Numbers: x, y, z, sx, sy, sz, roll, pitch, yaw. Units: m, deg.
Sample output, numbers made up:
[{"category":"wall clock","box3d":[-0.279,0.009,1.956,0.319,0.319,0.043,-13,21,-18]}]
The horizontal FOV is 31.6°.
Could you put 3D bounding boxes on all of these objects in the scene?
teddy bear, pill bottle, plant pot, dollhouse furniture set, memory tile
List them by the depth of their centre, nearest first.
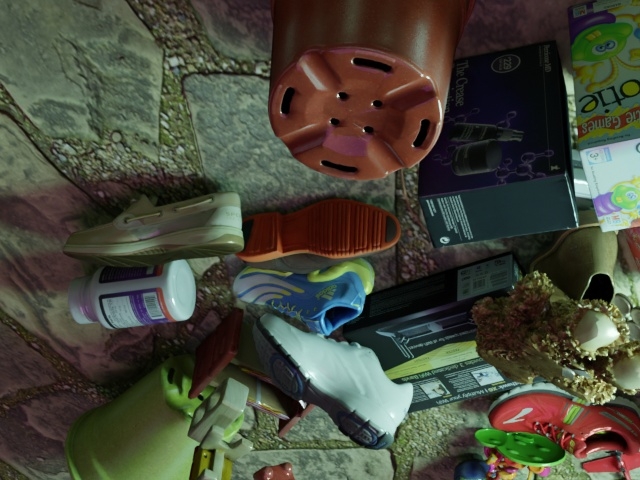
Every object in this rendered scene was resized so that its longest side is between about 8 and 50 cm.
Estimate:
[{"category":"plant pot","box3d":[0.052,-0.231,1.367,0.272,0.265,0.272,4,137,4]},{"category":"teddy bear","box3d":[0.357,0.139,1.639,0.245,0.113,0.338,33,163,-2]},{"category":"memory tile","box3d":[0.488,0.131,1.799,0.148,0.012,0.113,41,154,28]},{"category":"pill bottle","box3d":[-0.314,0.089,1.872,0.193,0.108,0.108,-7,135,16]},{"category":"dollhouse furniture set","box3d":[-0.118,0.315,1.894,0.201,0.374,0.152,29,129,-19]},{"category":"plant pot","box3d":[-0.281,0.349,2.059,0.276,0.276,0.254,31,120,-23]}]

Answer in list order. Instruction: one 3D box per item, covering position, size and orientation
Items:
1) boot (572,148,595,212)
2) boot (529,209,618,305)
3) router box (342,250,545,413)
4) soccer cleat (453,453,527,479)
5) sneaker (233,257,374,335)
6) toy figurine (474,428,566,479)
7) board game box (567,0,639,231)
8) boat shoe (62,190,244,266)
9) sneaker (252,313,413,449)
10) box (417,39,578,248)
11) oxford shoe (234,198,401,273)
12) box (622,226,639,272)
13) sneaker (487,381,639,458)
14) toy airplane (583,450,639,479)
[{"category":"boot","box3d":[0.312,-0.075,1.614,0.258,0.095,0.123,13,137,-13]},{"category":"boot","box3d":[0.381,0.064,1.697,0.112,0.115,0.305,-4,159,1]},{"category":"router box","box3d":[0.228,0.161,1.890,0.309,0.081,0.243,-18,131,25]},{"category":"soccer cleat","box3d":[0.381,0.522,2.220,0.289,0.121,0.093,27,133,-19]},{"category":"sneaker","box3d":[-0.034,0.091,1.820,0.240,0.126,0.091,-10,134,17]},{"category":"toy figurine","box3d":[0.361,0.451,2.108,0.173,0.130,0.159,12,108,24]},{"category":"board game box","box3d":[0.389,-0.166,1.380,0.142,0.275,0.144,-11,133,19]},{"category":"boat shoe","box3d":[-0.261,-0.019,1.763,0.302,0.098,0.109,-7,167,21]},{"category":"sneaker","box3d":[0.018,0.214,1.854,0.297,0.129,0.111,37,147,7]},{"category":"box","box3d":[0.227,-0.127,1.455,0.184,0.261,0.103,-7,135,15]},{"category":"oxford shoe","box3d":[0.000,0.000,1.761,0.271,0.097,0.098,-2,154,20]},{"category":"box","box3d":[0.545,0.029,1.643,0.128,0.122,0.257,-37,129,-5]},{"category":"sneaker","box3d":[0.437,0.329,2.011,0.279,0.118,0.107,3,136,5]},{"category":"toy airplane","box3d":[0.586,0.446,2.179,0.151,0.028,0.151,3,136,3]}]
